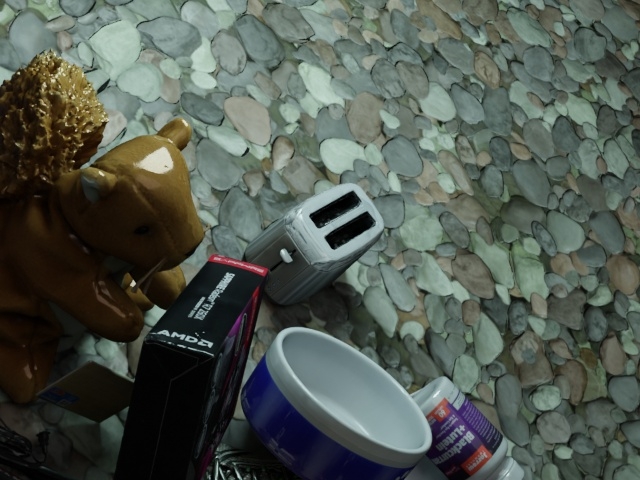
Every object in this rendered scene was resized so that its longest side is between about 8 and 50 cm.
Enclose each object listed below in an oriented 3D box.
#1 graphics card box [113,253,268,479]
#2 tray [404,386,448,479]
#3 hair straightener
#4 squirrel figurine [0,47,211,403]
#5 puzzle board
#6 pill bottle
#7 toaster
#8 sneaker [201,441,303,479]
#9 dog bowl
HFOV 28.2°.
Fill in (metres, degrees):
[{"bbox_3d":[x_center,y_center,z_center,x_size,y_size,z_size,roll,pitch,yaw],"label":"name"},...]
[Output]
[{"bbox_3d":[-0.160,0.177,1.625,0.094,0.232,0.371,16,15,4],"label":"graphics card box"},{"bbox_3d":[0.129,0.325,1.982,0.270,0.030,0.145,-19,77,-40],"label":"tray"},{"bbox_3d":[-0.387,0.282,1.652,0.230,0.047,0.089,30,51,-12],"label":"hair straightener"},{"bbox_3d":[-0.326,-0.050,1.659,0.281,0.370,0.397,-31,84,-41],"label":"squirrel figurine"},{"bbox_3d":[-0.298,0.200,1.688,0.128,0.096,0.011,36,29,-49],"label":"puzzle board"},{"bbox_3d":[0.218,0.312,1.957,0.193,0.108,0.108,46,48,-3],"label":"pill bottle"},{"bbox_3d":[0.000,0.000,2.005,0.227,0.146,0.129,-28,83,-41],"label":"toaster"},{"bbox_3d":[-0.075,0.340,1.756,0.344,0.146,0.134,21,54,-21],"label":"sneaker"},{"bbox_3d":[0.022,0.245,1.800,0.265,0.104,0.265,32,17,-11],"label":"dog bowl"}]
